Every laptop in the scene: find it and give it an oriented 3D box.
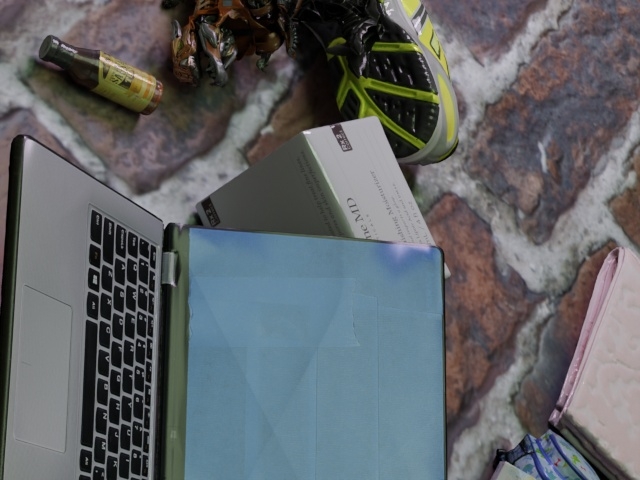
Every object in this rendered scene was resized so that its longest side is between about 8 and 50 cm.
[{"bbox_3d":[-0.063,0.144,1.316,0.408,0.236,0.382,38,49,-65],"label":"laptop"}]

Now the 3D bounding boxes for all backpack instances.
[{"bbox_3d":[0.248,0.262,1.721,0.105,0.084,0.114,45,14,-13],"label":"backpack"}]

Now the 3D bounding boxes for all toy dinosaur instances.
[{"bbox_3d":[-0.041,-0.288,1.728,0.164,0.218,0.322,53,55,-68],"label":"toy dinosaur"}]

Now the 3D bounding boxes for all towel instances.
[{"bbox_3d":[0.433,0.213,1.976,0.332,0.053,0.317,44,45,-13],"label":"towel"}]

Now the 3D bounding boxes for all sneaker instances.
[{"bbox_3d":[0.055,-0.251,1.863,0.147,0.145,0.385,29,44,-63],"label":"sneaker"}]

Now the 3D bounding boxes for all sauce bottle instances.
[{"bbox_3d":[-0.217,-0.165,1.600,0.128,0.042,0.042,23,52,-33],"label":"sauce bottle"}]

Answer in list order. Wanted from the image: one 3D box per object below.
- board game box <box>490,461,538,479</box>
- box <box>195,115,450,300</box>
[{"bbox_3d":[0.192,0.315,1.633,0.103,0.026,0.154,30,80,-3],"label":"board game box"},{"bbox_3d":[0.000,0.000,1.601,0.119,0.182,0.181,-16,79,-47],"label":"box"}]
